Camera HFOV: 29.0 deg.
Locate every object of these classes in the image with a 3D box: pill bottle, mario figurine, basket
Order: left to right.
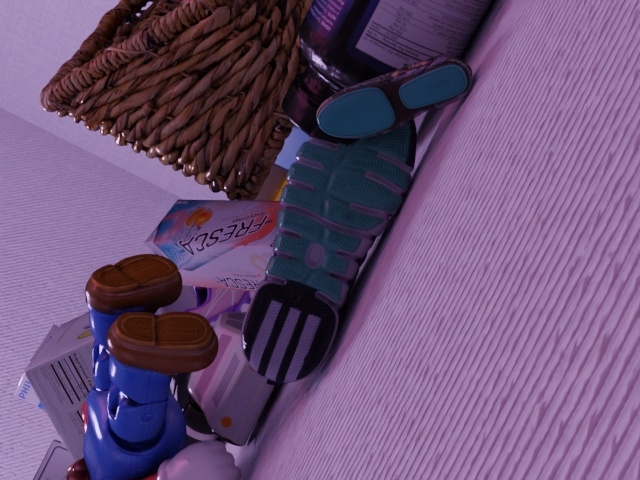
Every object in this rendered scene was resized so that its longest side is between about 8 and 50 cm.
[{"bbox_3d":[-0.137,0.171,1.048,0.198,0.170,0.320,-69,-6,-57],"label":"mario figurine"},{"bbox_3d":[-0.101,-0.213,1.174,0.213,0.223,0.299,-61,6,29],"label":"basket"},{"bbox_3d":[0.059,-0.176,0.944,0.219,0.123,0.123,-61,6,21],"label":"pill bottle"}]

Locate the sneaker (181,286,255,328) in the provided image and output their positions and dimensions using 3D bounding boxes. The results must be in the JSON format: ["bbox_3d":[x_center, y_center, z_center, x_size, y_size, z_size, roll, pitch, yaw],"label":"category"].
[{"bbox_3d":[-0.108,0.043,1.581,0.236,0.105,0.095,-65,4,-25],"label":"sneaker"}]

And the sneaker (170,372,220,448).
[{"bbox_3d":[-0.110,0.142,1.329,0.121,0.079,0.217,-57,16,28],"label":"sneaker"}]

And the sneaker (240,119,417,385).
[{"bbox_3d":[0.000,0.000,0.907,0.098,0.083,0.223,107,-171,-76],"label":"sneaker"}]

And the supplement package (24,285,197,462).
[{"bbox_3d":[-0.255,0.164,1.667,0.203,0.149,0.194,-25,12,8],"label":"supplement package"}]

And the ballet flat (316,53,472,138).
[{"bbox_3d":[0.053,-0.101,0.863,0.114,0.041,0.041,-17,26,19],"label":"ballet flat"}]

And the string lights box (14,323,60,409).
[{"bbox_3d":[-0.341,0.246,1.977,0.076,0.260,0.133,-61,6,23],"label":"string lights box"}]

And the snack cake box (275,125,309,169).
[{"bbox_3d":[0.034,-0.161,1.288,0.264,0.089,0.152,134,160,-73],"label":"snack cake box"}]

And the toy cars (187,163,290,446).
[{"bbox_3d":[-0.055,0.038,1.181,0.176,0.087,0.393,-58,8,46],"label":"toy cars"}]

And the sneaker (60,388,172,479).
[{"bbox_3d":[-0.209,0.245,1.410,0.146,0.134,0.343,-62,5,5],"label":"sneaker"}]

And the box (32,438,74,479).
[{"bbox_3d":[-0.339,0.428,1.609,0.087,0.169,0.290,121,172,-57],"label":"box"}]

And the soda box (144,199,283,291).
[{"bbox_3d":[-0.068,0.005,1.086,0.183,0.063,0.058,2,47,44],"label":"soda box"}]
